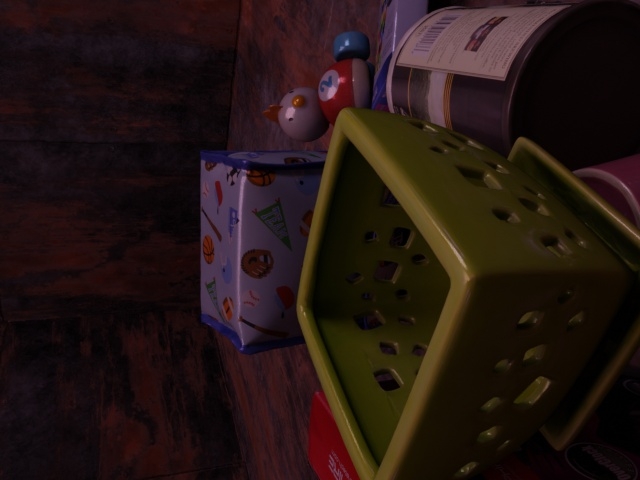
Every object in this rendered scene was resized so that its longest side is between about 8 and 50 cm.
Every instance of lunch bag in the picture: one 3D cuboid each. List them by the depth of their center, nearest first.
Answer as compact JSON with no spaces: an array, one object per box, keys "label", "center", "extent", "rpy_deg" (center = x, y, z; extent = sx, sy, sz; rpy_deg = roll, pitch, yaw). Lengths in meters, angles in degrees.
[{"label":"lunch bag","center":[0.000,0.000,1.077],"extent":[0.239,0.386,0.327],"rpy_deg":[23,113,54]}]

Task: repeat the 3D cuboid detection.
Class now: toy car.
[{"label":"toy car","center":[-0.007,-0.268,1.214],"extent":[0.210,0.238,0.219],"rpy_deg":[50,-144,-72]}]

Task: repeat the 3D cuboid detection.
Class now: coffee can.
[{"label":"coffee can","center":[0.227,-0.175,0.712],"extent":[0.275,0.202,0.201],"rpy_deg":[-135,47,-63]}]

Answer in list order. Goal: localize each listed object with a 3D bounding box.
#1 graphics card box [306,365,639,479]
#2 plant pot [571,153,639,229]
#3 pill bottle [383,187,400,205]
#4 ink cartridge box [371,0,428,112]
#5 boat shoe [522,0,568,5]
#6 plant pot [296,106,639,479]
[{"label":"graphics card box","center":[0.198,0.207,0.572],"extent":[0.233,0.371,0.094],"rpy_deg":[-145,54,-66]},{"label":"plant pot","center":[0.306,0.000,0.540],"extent":[0.201,0.181,0.201],"rpy_deg":[178,90,-70]},{"label":"pill bottle","center":[0.142,-0.109,0.916],"extent":[0.123,0.220,0.122],"rpy_deg":[179,90,-70]},{"label":"ink cartridge box","center":[0.135,-0.345,1.030],"extent":[0.186,0.065,0.310],"rpy_deg":[126,148,-82]},{"label":"boat shoe","center":[0.292,-0.280,0.753],"extent":[0.040,0.049,0.142],"rpy_deg":[-50,33,1]},{"label":"plant pot","center":[0.120,0.041,0.486],"extent":[0.227,0.207,0.228],"rpy_deg":[-116,30,-49]}]
